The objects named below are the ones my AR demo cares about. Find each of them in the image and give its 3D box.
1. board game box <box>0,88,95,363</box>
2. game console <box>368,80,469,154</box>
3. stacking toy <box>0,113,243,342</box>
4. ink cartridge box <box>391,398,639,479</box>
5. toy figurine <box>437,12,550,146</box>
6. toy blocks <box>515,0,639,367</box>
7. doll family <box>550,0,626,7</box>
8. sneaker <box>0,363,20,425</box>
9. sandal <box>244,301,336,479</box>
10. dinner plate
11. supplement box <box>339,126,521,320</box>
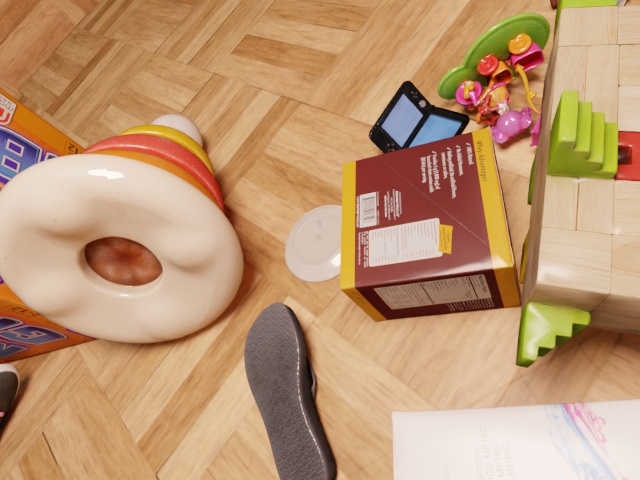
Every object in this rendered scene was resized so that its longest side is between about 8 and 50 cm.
[{"bbox_3d":[-0.634,-0.001,0.826,0.356,0.356,0.356,-17,58,19],"label":"board game box"},{"bbox_3d":[0.157,-0.182,0.688,0.122,0.107,0.071,-56,25,-10],"label":"game console"},{"bbox_3d":[-0.306,-0.089,0.790,0.350,0.350,0.480,-25,37,14],"label":"stacking toy"},{"bbox_3d":[0.232,0.203,0.335,0.306,0.226,0.131,-11,59,22],"label":"ink cartridge box"},{"bbox_3d":[0.274,-0.203,0.619,0.173,0.130,0.159,-28,63,27],"label":"toy figurine"},{"bbox_3d":[0.331,-0.061,0.368,0.261,0.191,0.381,8,69,20],"label":"toy blocks"},{"bbox_3d":[0.442,-0.435,0.674,0.111,0.076,0.193,24,80,31],"label":"doll family"},{"bbox_3d":[-0.623,0.380,0.776,0.147,0.104,0.296,29,86,35],"label":"sneaker"},{"bbox_3d":[-0.043,0.212,0.593,0.097,0.054,0.254,-26,64,22],"label":"sandal"},{"bbox_3d":[0.000,0.000,0.703,0.141,0.017,0.141,-13,57,21],"label":"dinner plate"},{"bbox_3d":[0.140,-0.013,0.564,0.194,0.129,0.191,-10,59,23],"label":"supplement box"}]
